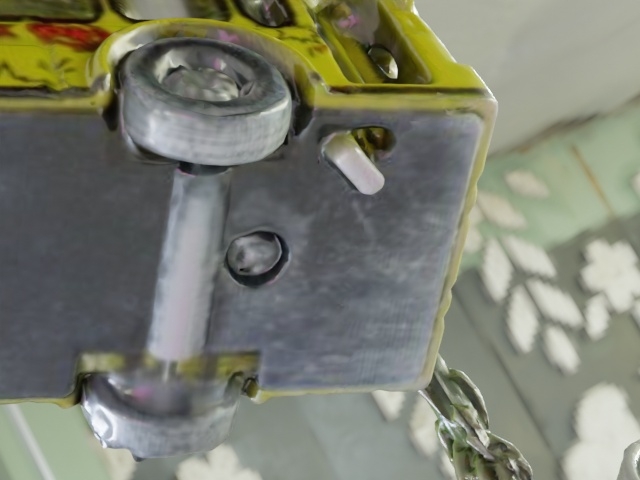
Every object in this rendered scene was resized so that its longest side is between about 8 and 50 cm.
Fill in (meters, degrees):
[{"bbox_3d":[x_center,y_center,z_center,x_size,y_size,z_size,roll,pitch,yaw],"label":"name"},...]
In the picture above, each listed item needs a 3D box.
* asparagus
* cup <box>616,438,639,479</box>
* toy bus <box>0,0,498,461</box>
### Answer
[{"bbox_3d":[0.000,0.000,0.543,0.023,0.233,0.022,-23,-28,-26],"label":"asparagus"},{"bbox_3d":[0.236,0.283,1.315,0.227,0.301,0.257,-92,21,-75],"label":"cup"},{"bbox_3d":[-0.085,-0.008,0.350,0.226,0.074,0.081,-2,-57,-17],"label":"toy bus"}]
